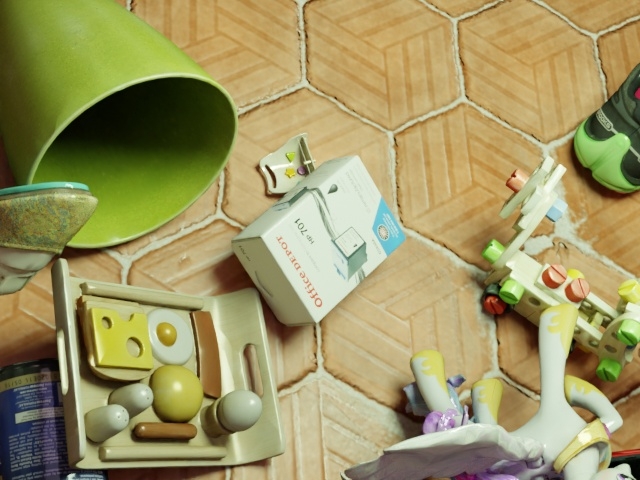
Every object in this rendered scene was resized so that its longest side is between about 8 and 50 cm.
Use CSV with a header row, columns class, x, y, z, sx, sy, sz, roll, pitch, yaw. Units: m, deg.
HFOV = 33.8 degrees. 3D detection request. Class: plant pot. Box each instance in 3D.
class,x,y,z,sx,sy,sz,roll,pitch,yaw
plant pot,-0.293,-0.188,1.302,0.275,0.275,0.293,-23,59,-26

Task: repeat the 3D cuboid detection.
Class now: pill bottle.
class,x,y,z,sx,sy,sz,roll,pitch,yaw
pill bottle,-0.297,0.249,1.158,0.123,0.123,0.219,-3,68,-20

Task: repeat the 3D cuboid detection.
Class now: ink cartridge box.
class,x,y,z,sx,sy,sz,roll,pitch,yaw
ink cartridge box,0.000,0.000,1.367,0.191,0.082,0.139,-43,110,-32

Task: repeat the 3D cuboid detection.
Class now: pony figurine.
class,x,y,z,sx,sy,sz,roll,pitch,yaw
pony figurine,0.212,0.256,1.218,0.351,0.303,0.363,-19,31,4

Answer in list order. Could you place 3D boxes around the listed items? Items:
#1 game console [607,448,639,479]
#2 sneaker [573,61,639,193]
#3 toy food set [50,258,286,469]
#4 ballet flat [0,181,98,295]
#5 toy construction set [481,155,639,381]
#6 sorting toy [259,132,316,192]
class,x,y,z,sx,sy,sz,roll,pitch,yaw
game console,0.420,0.442,1.362,0.386,0.060,0.342,-2,73,-19
sneaker,0.596,-0.249,1.639,0.185,0.202,0.483,45,61,4
toy food set,-0.169,0.142,1.206,0.306,0.092,0.219,14,58,-49
ballet flat,-0.376,0.009,1.152,0.123,0.348,0.123,13,75,-57
toy construction set,0.341,0.055,1.409,0.151,0.215,0.327,-38,83,-29
sorting toy,-0.042,-0.096,1.448,0.075,0.045,0.083,-15,73,-16
